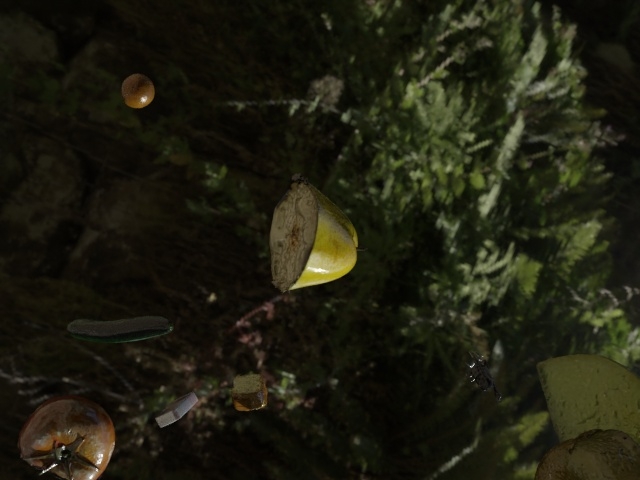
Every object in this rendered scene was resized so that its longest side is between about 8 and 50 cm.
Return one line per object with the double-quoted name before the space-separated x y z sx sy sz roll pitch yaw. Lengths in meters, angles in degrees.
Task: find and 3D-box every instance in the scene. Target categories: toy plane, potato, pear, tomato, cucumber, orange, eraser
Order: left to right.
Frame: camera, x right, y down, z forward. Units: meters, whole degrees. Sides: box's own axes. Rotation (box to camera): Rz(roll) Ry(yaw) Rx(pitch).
"tomato" -0.569 0.441 1.921 0.155 0.214 0.180 -58 -162 19
"cucumber" -0.410 0.181 1.710 0.284 0.056 0.056 -5 -123 28
"orange" -0.414 -0.338 1.891 0.085 0.085 0.085 -57 -160 34
"eraser" -0.322 0.379 1.872 0.065 0.026 0.105 -25 -174 22
"pear" 0.000 0.003 1.819 0.267 0.178 0.267 -38 -135 51
"toy plane" 0.446 0.366 2.320 0.053 0.078 0.197 -51 -158 16
"potato" 0.612 0.404 1.733 0.213 0.280 0.330 -19 -113 18

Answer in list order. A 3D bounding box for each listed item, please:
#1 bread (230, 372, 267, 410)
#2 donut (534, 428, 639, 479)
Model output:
"bread" -0.171 0.366 1.993 0.076 0.083 0.070 -90 172 -59
"donut" 0.465 0.463 1.422 0.272 0.107 0.272 -178 -90 -66
